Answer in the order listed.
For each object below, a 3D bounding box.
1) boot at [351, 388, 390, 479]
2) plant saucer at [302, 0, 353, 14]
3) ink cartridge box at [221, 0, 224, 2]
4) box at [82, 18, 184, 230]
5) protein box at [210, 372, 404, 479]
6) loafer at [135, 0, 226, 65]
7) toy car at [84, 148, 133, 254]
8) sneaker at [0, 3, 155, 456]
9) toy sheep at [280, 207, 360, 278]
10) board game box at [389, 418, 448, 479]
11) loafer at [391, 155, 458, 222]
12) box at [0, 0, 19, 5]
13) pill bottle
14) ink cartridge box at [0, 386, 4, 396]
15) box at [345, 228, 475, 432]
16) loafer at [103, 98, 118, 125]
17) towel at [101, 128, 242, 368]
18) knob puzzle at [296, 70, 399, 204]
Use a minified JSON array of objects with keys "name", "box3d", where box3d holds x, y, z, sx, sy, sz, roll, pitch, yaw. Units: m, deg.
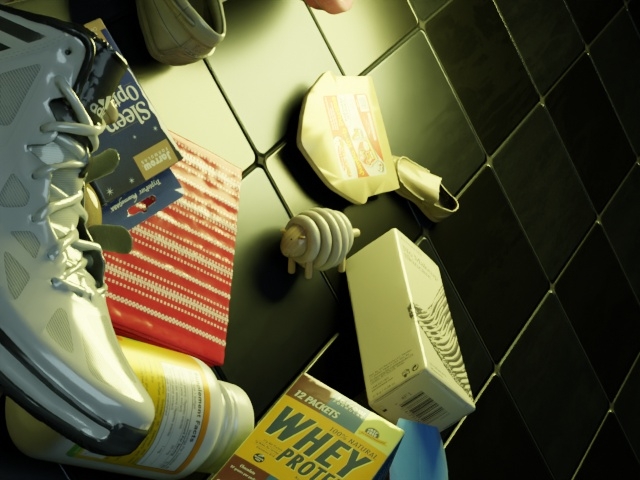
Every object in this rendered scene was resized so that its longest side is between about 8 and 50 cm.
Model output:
[{"name":"boot","box3d":[0.119,0.343,1.592,0.269,0.089,0.236,51,27,-18]},{"name":"plant saucer","box3d":[-0.044,-0.455,1.644,0.332,0.084,0.332,-15,90,-79]},{"name":"ink cartridge box","box3d":[-0.140,-0.373,1.570,0.056,0.099,0.135,-13,88,-51]},{"name":"box","box3d":[-0.242,-0.126,1.391,0.136,0.036,0.225,-37,100,-45]},{"name":"protein box","box3d":[-0.032,0.298,1.360,0.136,0.200,0.201,29,41,14]},{"name":"loafer","box3d":[-0.188,-0.373,1.502,0.112,0.111,0.320,-21,93,-47]},{"name":"toy car","box3d":[-0.253,-0.024,1.247,0.149,0.188,0.155,-8,84,-50]},{"name":"sneaker","box3d":[-0.242,-0.042,1.100,0.447,0.257,0.169,50,0,8]},{"name":"toy sheep","box3d":[0.000,0.000,1.619,0.132,0.091,0.091,-11,86,-45]},{"name":"board game box","box3d":[0.105,0.285,1.479,0.168,0.033,0.133,24,62,-58]},{"name":"loafer","box3d":[0.154,-0.082,1.852,0.148,0.050,0.056,36,52,-37]},{"name":"box","box3d":[-0.262,-0.354,1.356,0.181,0.181,0.119,-30,100,-50]},{"name":"pill bottle","box3d":[-0.190,0.176,1.293,0.245,0.136,0.136,22,61,-44]},{"name":"ink cartridge box","box3d":[-0.486,0.103,0.948,0.395,0.166,0.285,50,45,-26]},{"name":"box","box3d":[0.112,0.120,1.620,0.113,0.094,0.275,40,26,-34]},{"name":"loafer","box3d":[-0.335,-0.174,1.265,0.268,0.102,0.092,30,86,-18]},{"name":"towel","box3d":[-0.181,0.001,1.449,0.198,0.031,0.275,27,56,-39]},{"name":"knob puzzle","box3d":[0.025,-0.141,1.738,0.213,0.030,0.213,19,64,-45]}]
